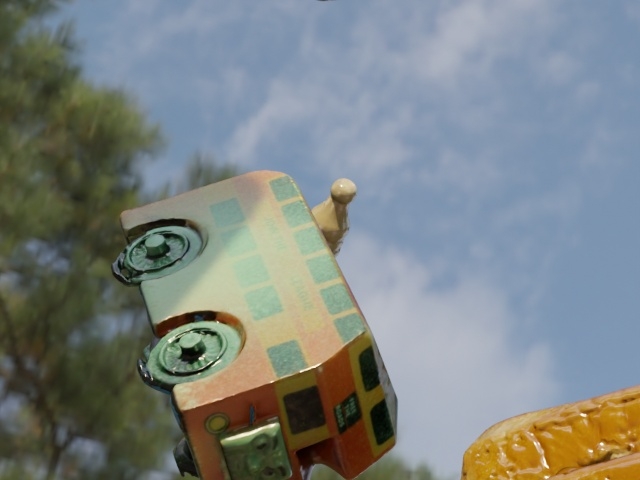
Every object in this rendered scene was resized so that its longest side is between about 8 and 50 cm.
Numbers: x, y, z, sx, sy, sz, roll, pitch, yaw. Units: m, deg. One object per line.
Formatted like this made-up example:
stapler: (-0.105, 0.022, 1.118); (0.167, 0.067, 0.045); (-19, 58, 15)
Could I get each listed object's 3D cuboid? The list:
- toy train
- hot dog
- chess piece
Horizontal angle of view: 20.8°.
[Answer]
toy train: (-0.033, 0.037, 0.772); (0.099, 0.188, 0.072); (-20, -56, -3)
hot dog: (0.160, 0.096, 0.708); (0.250, 0.104, 0.076); (-22, -70, 19)
chess piece: (0.000, 0.000, 1.097); (0.035, 0.035, 0.092); (20, -60, -11)
